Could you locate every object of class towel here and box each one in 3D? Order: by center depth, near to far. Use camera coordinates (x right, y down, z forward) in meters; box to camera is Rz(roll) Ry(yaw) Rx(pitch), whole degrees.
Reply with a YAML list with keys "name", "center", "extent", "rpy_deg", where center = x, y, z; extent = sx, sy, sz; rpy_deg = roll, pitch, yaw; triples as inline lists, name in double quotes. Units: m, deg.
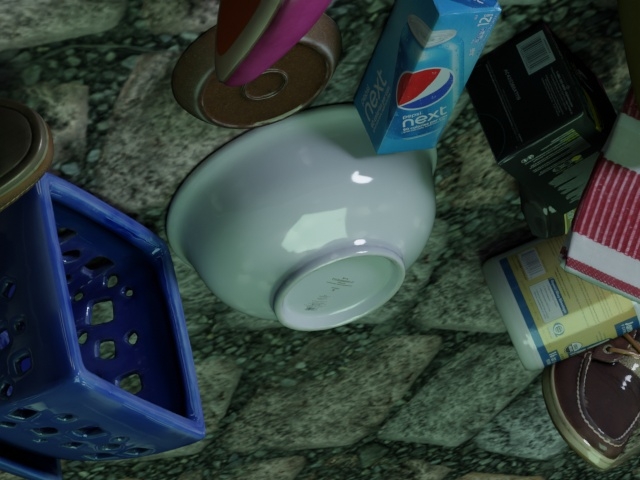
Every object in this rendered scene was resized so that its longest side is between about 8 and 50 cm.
- name: "towel"
  center: [0.395, -0.073, 1.926]
  extent: [0.237, 0.329, 0.037]
  rpy_deg: [24, 167, 3]

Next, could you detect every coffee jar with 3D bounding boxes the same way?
- name: "coffee jar"
  center: [0.308, -0.068, 2.175]
  extent: [0.184, 0.079, 0.096]
  rpy_deg: [-20, 150, -1]

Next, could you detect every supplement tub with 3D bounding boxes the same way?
- name: "supplement tub"
  center: [0.304, 0.053, 2.304]
  extent: [0.200, 0.144, 0.144]
  rpy_deg: [-23, 150, 5]

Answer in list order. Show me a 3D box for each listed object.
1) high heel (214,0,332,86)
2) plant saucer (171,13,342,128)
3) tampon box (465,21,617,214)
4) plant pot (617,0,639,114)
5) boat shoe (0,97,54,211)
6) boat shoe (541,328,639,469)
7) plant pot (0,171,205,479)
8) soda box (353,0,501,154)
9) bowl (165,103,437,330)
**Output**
- name: "high heel"
  center: [0.053, -0.255, 1.649]
  extent: [0.181, 0.127, 0.377]
  rpy_deg: [12, 134, -29]
- name: "plant saucer"
  center: [-0.055, -0.155, 1.855]
  extent: [0.168, 0.029, 0.168]
  rpy_deg: [-17, 150, -10]
- name: "tampon box"
  center: [0.235, -0.121, 2.001]
  extent: [0.101, 0.120, 0.161]
  rpy_deg: [-31, 149, 18]
- name: "plant pot"
  center: [0.377, -0.232, 1.841]
  extent: [0.212, 0.187, 0.212]
  rpy_deg: [-19, 151, -4]
- name: "boat shoe"
  center: [-0.360, -0.039, 1.788]
  extent: [0.307, 0.110, 0.104]
  rpy_deg: [-21, 156, 20]
- name: "boat shoe"
  center: [0.359, 0.139, 2.361]
  extent: [0.123, 0.123, 0.342]
  rpy_deg: [-45, -175, 31]
- name: "plant pot"
  center: [-0.274, 0.102, 1.946]
  extent: [0.212, 0.236, 0.236]
  rpy_deg: [-25, 151, 21]
- name: "soda box"
  center: [0.099, -0.174, 1.877]
  extent: [0.067, 0.071, 0.210]
  rpy_deg: [-8, 148, -22]
- name: "bowl"
  center: [0.000, 0.000, 2.039]
  extent: [0.298, 0.134, 0.298]
  rpy_deg: [-16, 149, -10]
